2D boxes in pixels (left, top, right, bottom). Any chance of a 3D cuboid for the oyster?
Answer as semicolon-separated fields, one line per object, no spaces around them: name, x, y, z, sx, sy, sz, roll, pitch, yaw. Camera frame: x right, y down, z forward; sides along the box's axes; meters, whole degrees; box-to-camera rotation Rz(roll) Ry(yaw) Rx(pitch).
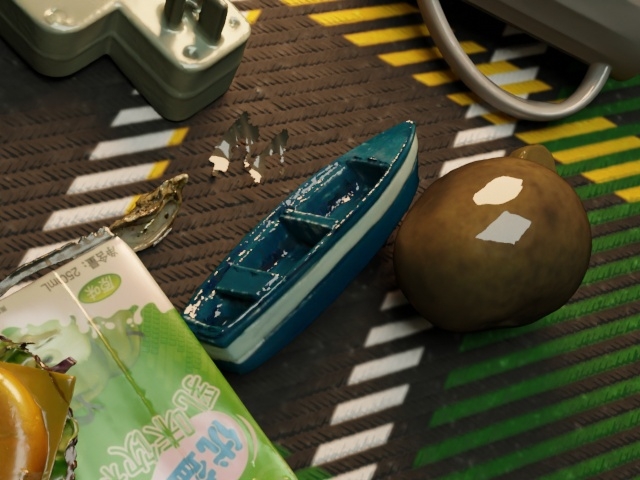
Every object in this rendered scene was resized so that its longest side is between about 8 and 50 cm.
oyster;-0.160;-0.027;0.985;0.038;0.081;0.083;37;22;25

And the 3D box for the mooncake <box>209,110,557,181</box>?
mooncake;0.075;-0.077;1.098;0.347;0.057;0.150;19;63;-12

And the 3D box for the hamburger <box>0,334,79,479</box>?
hamburger;-0.240;0.150;0.753;0.164;0.093;0.189;22;73;11

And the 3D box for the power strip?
power strip;-0.180;-0.250;1.044;0.261;0.141;0.229;45;61;8

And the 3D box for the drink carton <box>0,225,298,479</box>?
drink carton;-0.158;0.144;0.879;0.161;0.108;0.271;-32;79;-28

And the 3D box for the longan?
longan;0.154;0.006;1.023;0.187;0.167;0.167;-32;80;-33

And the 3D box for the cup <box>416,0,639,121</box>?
cup;0.212;-0.304;1.175;0.327;0.237;0.323;25;90;-8

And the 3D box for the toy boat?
toy boat;0.000;0.000;1.005;0.299;0.096;0.062;-45;122;-25
